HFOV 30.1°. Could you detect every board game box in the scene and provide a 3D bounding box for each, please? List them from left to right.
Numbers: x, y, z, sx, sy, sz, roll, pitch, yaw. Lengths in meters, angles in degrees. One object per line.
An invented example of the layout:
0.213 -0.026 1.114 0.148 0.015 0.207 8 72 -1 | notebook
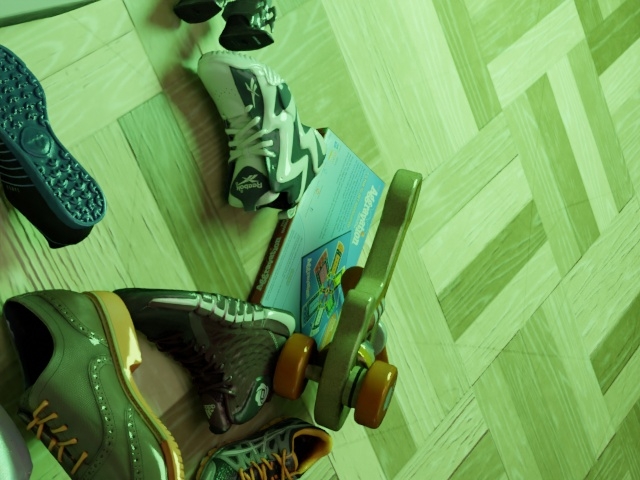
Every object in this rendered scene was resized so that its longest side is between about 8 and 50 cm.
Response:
0.000 0.000 1.633 0.145 0.027 0.281 41 58 -37 | board game box

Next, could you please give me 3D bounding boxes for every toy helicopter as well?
0.069 0.079 1.565 0.235 0.140 0.355 52 57 -74 | toy helicopter

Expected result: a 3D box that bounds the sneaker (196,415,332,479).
-0.071 0.282 1.491 0.215 0.083 0.084 -32 111 -43 | sneaker

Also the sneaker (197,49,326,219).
-0.087 -0.117 1.498 0.235 0.094 0.153 53 42 -43 | sneaker

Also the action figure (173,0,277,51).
-0.080 -0.378 1.531 0.185 0.099 0.285 38 57 -33 | action figure

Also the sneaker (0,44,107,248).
-0.319 -0.096 1.264 0.081 0.090 0.232 -29 86 -44 | sneaker

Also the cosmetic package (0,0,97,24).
-0.384 -0.290 1.145 0.365 0.155 0.197 -24 104 -45 | cosmetic package

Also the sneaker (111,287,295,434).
-0.138 0.147 1.416 0.281 0.106 0.162 15 79 -47 | sneaker

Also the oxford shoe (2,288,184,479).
-0.239 0.202 1.203 0.133 0.130 0.363 10 40 -40 | oxford shoe

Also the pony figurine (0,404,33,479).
-0.323 0.305 1.061 0.351 0.363 0.303 50 64 -16 | pony figurine
